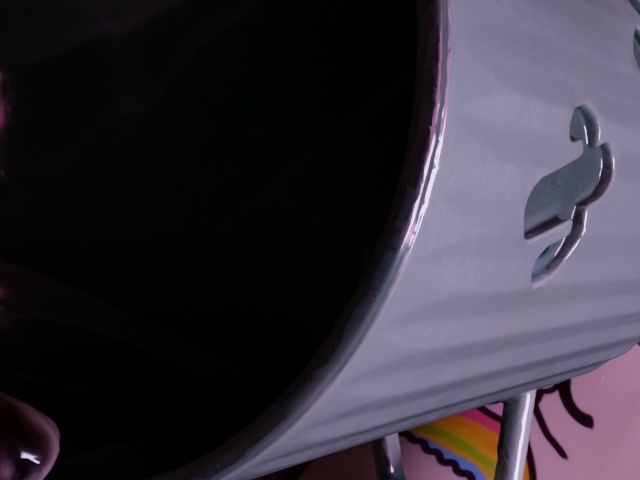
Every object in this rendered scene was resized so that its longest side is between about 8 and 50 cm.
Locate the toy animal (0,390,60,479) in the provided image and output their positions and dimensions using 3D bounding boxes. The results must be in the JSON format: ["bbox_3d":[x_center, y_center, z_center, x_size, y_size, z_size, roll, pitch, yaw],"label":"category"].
[{"bbox_3d":[-0.229,0.015,0.446,0.344,0.194,0.302,20,59,-30],"label":"toy animal"}]

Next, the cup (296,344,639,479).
[{"bbox_3d":[0.118,0.175,0.911,0.200,0.253,0.191,-42,155,-38],"label":"cup"}]

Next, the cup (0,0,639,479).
[{"bbox_3d":[-0.017,-0.013,0.700,0.392,0.310,0.400,4,113,-56],"label":"cup"}]

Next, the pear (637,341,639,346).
[{"bbox_3d":[0.307,0.093,1.073,0.348,0.348,0.348,-7,99,-52],"label":"pear"}]
